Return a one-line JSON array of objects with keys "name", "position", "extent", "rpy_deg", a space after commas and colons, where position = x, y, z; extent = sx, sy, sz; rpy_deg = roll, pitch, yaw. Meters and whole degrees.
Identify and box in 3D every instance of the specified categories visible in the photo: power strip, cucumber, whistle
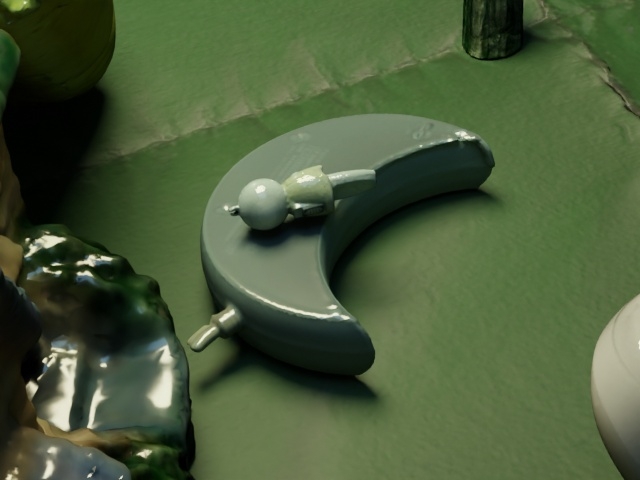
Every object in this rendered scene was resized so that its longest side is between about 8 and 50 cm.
[{"name": "power strip", "position": [0.000, 0.000, 1.326], "extent": [0.168, 0.054, 0.253], "rpy_deg": [14, 45, 26]}, {"name": "cucumber", "position": [0.133, -0.194, 1.494], "extent": [0.048, 0.105, 0.048], "rpy_deg": [0, 32, 0]}, {"name": "whistle", "position": [-0.012, -0.030, 1.294], "extent": [0.100, 0.035, 0.035], "rpy_deg": [-14, 42, -9]}]

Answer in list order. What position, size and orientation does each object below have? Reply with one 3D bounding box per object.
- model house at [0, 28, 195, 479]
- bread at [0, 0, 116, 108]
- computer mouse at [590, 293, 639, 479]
[{"name": "model house", "position": [-0.271, 0.062, 1.035], "extent": [0.395, 0.400, 0.445], "rpy_deg": [-2, 41, 9]}, {"name": "bread", "position": [-0.271, -0.192, 1.351], "extent": [0.251, 0.376, 0.208], "rpy_deg": [-5, 82, -2]}, {"name": "computer mouse", "position": [0.276, 0.140, 1.085], "extent": [0.297, 0.121, 0.184], "rpy_deg": [35, 35, 14]}]
